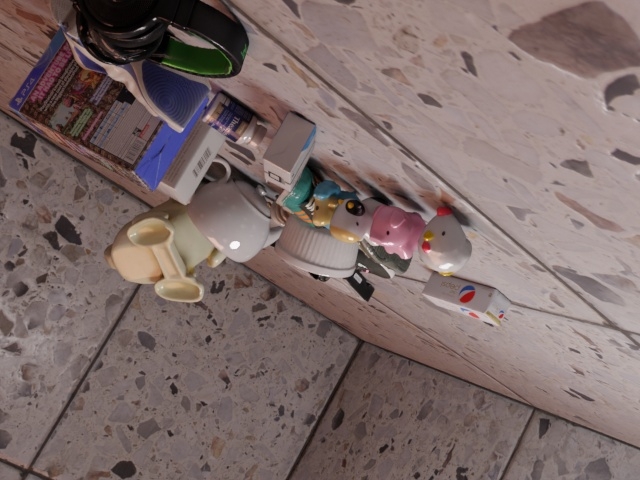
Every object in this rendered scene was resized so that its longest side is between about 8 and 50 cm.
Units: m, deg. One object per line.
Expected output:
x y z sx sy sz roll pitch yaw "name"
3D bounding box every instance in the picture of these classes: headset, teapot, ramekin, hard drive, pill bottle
-0.307 -0.319 1.198 0.394 0.185 0.243 21 172 -18 "headset"
-0.225 -0.082 2.148 0.252 0.187 0.256 49 -171 18 "teapot"
0.000 0.000 1.954 0.207 0.109 0.207 17 -165 -5 "ramekin"
-0.001 0.090 2.705 0.338 0.064 0.237 25 169 28 "hard drive"
-0.167 -0.231 1.571 0.120 0.067 0.067 32 169 -18 "pill bottle"

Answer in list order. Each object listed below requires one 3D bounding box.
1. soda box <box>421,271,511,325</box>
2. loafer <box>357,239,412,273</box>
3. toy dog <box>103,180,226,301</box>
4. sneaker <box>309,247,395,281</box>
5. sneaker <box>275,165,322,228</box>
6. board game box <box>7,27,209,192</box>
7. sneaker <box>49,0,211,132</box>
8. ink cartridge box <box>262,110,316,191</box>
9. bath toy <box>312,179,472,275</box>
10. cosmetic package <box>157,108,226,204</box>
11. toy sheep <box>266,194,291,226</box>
0.354 0.140 1.954 0.074 0.069 0.216 37 167 -36 "soda box"
0.130 0.010 1.858 0.087 0.094 0.251 17 165 33 "loafer"
-0.414 -0.023 2.423 0.395 0.408 0.285 -16 113 35 "toy dog"
0.059 0.066 2.183 0.295 0.147 0.104 31 168 -19 "sneaker"
-0.019 -0.094 1.756 0.121 0.108 0.302 28 178 4 "sneaker"
-0.409 -0.272 1.574 0.290 0.232 0.141 28 170 10 "board game box"
-0.349 -0.337 1.452 0.315 0.127 0.182 40 171 -19 "sneaker"
-0.058 -0.161 1.516 0.060 0.104 0.180 28 170 3 "ink cartridge box"
0.137 -0.033 1.575 0.348 0.151 0.129 19 131 42 "bath toy"
-0.417 -0.258 1.769 0.365 0.197 0.155 30 171 6 "cosmetic package"
-0.091 -0.077 2.074 0.091 0.091 0.132 33 164 -19 "toy sheep"
